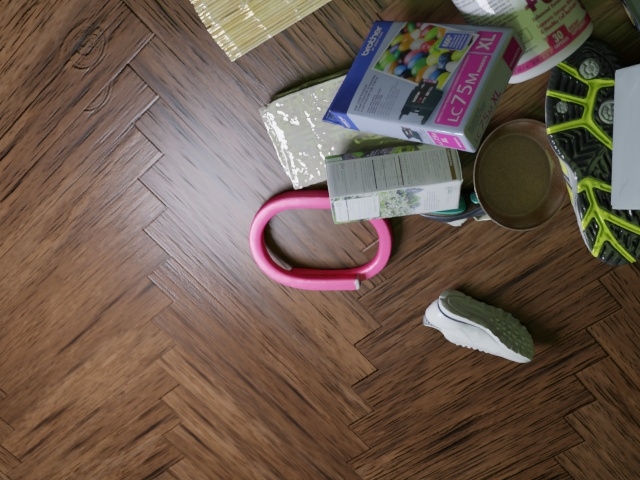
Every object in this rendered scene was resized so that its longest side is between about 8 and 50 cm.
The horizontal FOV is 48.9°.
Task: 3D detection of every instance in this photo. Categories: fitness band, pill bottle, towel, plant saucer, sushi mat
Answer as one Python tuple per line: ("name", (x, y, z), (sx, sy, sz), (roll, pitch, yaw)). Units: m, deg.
("fitness band", (0.000, 0.000, 1.419), (0.291, 0.054, 0.209), (0, 117, 9))
("pill bottle", (0.284, -0.403, 1.095), (0.160, 0.160, 0.283), (-32, 107, 23))
("towel", (0.041, -0.214, 1.305), (0.282, 0.049, 0.187), (-15, 115, 16))
("plant saucer", (0.356, -0.117, 1.261), (0.198, 0.036, 0.198), (-1, 95, -16))
("sushi mat", (-0.074, -0.450, 1.219), (0.316, 0.019, 0.151), (-25, 111, 22))

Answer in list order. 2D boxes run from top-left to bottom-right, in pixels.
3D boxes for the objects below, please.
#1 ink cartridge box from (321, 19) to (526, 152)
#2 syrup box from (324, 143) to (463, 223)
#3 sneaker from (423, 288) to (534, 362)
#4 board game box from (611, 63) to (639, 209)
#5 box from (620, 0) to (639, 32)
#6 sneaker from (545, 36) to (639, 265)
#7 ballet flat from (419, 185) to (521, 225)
("ink cartridge box", (0.142, -0.255, 1.115), (0.311, 0.186, 0.065), (18, 167, 42))
("syrup box", (0.132, -0.105, 1.278), (0.237, 0.096, 0.093), (-8, 151, 3))
("sneaker", (0.327, 0.187, 1.447), (0.235, 0.090, 0.095), (30, 131, -1))
("board game box", (0.620, -0.156, 1.103), (0.303, 0.097, 0.224), (0, 93, -11))
("box", (0.525, -0.460, 1.083), (0.175, 0.051, 0.220), (-29, 108, 23))
("sneaker", (0.465, -0.151, 1.211), (0.145, 0.147, 0.385), (-9, 96, 13))
("ballet flat", (0.278, -0.060, 1.328), (0.203, 0.074, 0.074), (-11, 115, 9))
